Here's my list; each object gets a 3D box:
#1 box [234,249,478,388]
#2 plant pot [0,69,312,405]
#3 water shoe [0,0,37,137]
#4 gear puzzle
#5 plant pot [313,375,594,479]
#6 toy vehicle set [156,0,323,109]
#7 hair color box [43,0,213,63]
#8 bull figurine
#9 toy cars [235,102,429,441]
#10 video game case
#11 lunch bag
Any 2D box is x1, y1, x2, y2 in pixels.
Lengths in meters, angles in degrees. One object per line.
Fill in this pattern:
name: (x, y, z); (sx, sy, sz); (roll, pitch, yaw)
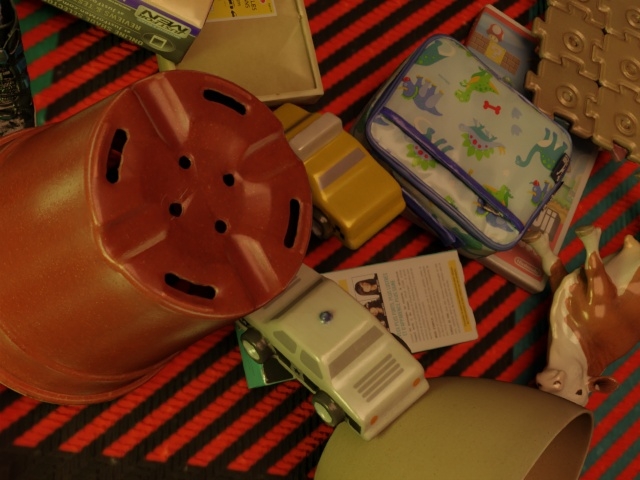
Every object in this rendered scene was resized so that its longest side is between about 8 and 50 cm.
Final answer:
box: (0.036, 0.081, 1.158); (0.244, 0.060, 0.100); (-9, 81, -22)
plant pot: (-0.161, -0.009, 0.960); (0.272, 0.265, 0.272); (11, 71, -33)
water shoe: (-0.319, -0.177, 1.073); (0.073, 0.080, 0.203); (-13, 83, -22)
gear puzzle: (0.326, -0.249, 1.337); (0.176, 0.044, 0.338); (22, 60, -14)
plant pot: (0.106, 0.241, 1.061); (0.191, 0.284, 0.284); (28, 64, 26)
toy vehicle set: (-0.105, -0.267, 1.199); (0.166, 0.035, 0.266); (-9, 81, -22)
hair color box: (-0.158, -0.373, 1.126); (0.185, 0.110, 0.338); (23, 72, -15)
bull figurine: (0.325, 0.054, 1.242); (0.310, 0.101, 0.188); (-28, 109, -29)
toy cars: (0.000, 0.000, 1.065); (0.177, 0.087, 0.393); (-4, 53, 0)
video game case: (0.219, -0.108, 1.291); (0.204, 0.025, 0.285); (30, 69, -12)
lunch bag: (0.150, -0.096, 1.201); (0.219, 0.090, 0.176); (41, 70, -6)
